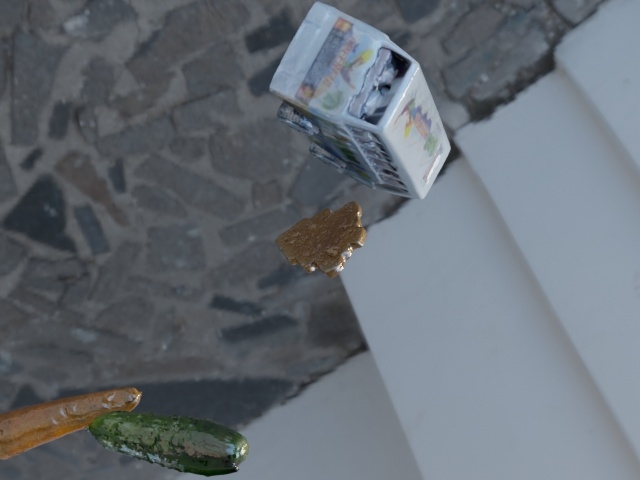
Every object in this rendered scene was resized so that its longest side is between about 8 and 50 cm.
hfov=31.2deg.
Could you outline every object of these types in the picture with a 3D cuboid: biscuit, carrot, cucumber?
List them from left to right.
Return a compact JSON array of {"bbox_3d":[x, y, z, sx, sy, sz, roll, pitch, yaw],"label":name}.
[{"bbox_3d":[-0.328,0.228,1.489,0.209,0.061,0.061,-18,141,10],"label":"carrot"},{"bbox_3d":[-0.185,0.232,1.337,0.227,0.069,0.069,5,150,29],"label":"cucumber"},{"bbox_3d":[0.000,0.000,1.479,0.129,0.119,0.019,-1,140,32],"label":"biscuit"}]

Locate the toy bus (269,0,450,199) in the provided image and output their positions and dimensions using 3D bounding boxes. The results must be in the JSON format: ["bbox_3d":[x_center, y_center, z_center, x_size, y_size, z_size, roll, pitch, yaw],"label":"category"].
[{"bbox_3d":[0.050,-0.128,1.180,0.109,0.136,0.329,-64,165,-3],"label":"toy bus"}]
